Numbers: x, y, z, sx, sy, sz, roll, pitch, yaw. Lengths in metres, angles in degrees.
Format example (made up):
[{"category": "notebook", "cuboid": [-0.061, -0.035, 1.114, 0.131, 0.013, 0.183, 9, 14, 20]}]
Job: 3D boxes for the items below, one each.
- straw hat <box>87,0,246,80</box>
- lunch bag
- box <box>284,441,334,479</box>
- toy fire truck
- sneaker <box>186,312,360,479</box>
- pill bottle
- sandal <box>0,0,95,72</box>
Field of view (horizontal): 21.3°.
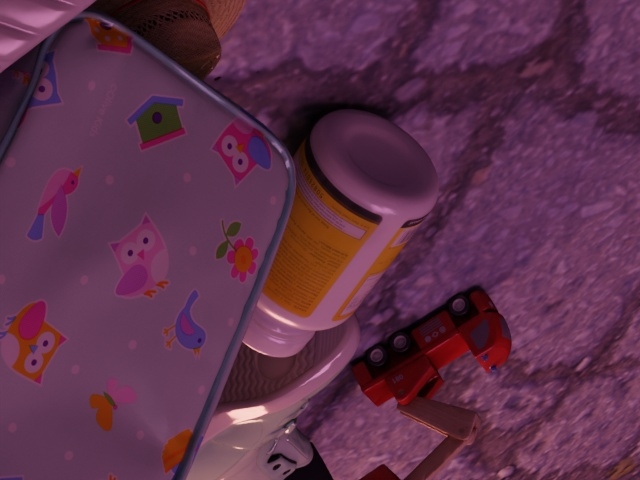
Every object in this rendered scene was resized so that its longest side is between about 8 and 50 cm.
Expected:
[{"category": "straw hat", "cuboid": [-0.097, -0.118, 1.028, 0.144, 0.061, 0.144, -20, 148, -14]}, {"category": "lunch bag", "cuboid": [-0.141, 0.030, 0.949, 0.224, 0.108, 0.279, 33, 75, -40]}, {"category": "box", "cuboid": [-0.092, 0.290, 1.589, 0.153, 0.108, 0.207, 4, 136, -42]}, {"category": "toy fire truck", "cuboid": [0.096, 0.145, 1.501, 0.192, 0.135, 0.047, -32, 149, 5]}, {"category": "sneaker", "cuboid": [-0.036, 0.129, 1.408, 0.256, 0.094, 0.151, -35, 144, 29]}, {"category": "pill bottle", "cuboid": [0.000, 0.000, 1.240, 0.103, 0.103, 0.184, 0, 139, -39]}, {"category": "sandal", "cuboid": [-0.219, -0.134, 0.854, 0.169, 0.102, 0.416, 40, 96, -20]}]
